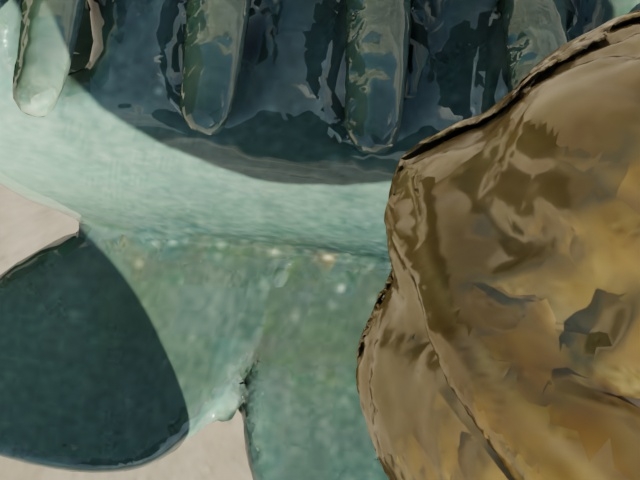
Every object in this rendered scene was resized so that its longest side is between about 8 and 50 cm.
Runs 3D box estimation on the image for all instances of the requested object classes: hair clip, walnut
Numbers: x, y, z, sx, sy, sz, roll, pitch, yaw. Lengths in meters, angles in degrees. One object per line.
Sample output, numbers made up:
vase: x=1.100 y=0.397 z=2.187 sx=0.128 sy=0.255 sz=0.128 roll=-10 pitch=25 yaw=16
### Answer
hair clip: x=-0.001 y=-0.059 z=0.783 sx=0.318 sy=0.238 sz=0.392 roll=9 pitch=61 yaw=-4
walnut: x=0.123 y=0.045 z=0.505 sx=0.245 sy=0.198 sz=0.198 roll=33 pitch=88 yaw=9

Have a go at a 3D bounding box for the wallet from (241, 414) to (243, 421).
wallet: x=-0.009 y=0.258 z=1.792 sx=0.036 sy=0.167 sz=0.222 roll=-16 pitch=102 yaw=-35
